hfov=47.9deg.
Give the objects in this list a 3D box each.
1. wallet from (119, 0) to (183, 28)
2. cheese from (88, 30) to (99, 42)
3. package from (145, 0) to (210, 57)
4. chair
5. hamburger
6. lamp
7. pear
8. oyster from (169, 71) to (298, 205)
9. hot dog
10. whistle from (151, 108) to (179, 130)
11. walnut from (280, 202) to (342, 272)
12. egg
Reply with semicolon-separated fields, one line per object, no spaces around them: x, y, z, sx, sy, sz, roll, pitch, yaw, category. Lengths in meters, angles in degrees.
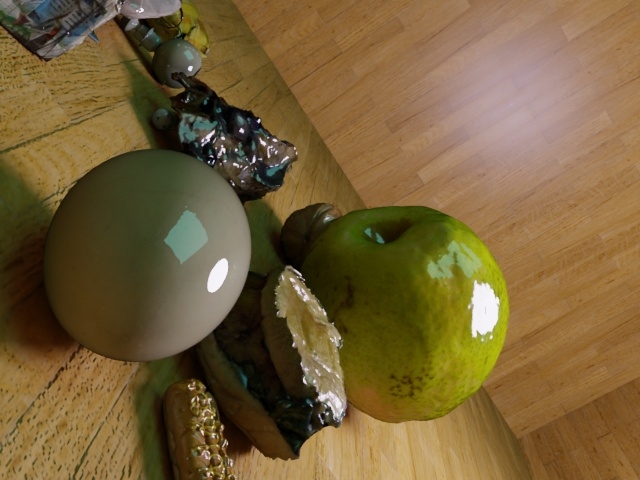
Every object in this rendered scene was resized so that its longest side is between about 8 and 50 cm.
-0.376;-0.465;1.189;0.335;0.068;0.275;38;16;-17;wallet
-0.374;-0.339;1.061;0.067;0.026;0.120;64;12;21;cheese
-0.305;-0.459;1.506;0.168;0.090;0.226;61;14;-3;package
-0.330;-0.296;0.864;0.147;0.136;0.270;46;15;-41;chair
-0.067;0.126;0.900;0.211;0.132;0.309;56;12;-13;hamburger
-0.296;-0.353;1.318;0.163;0.091;0.091;41;15;-11;lamp
0.141;0.135;1.255;0.391;0.391;0.391;55;12;-18;pear
-0.136;-0.150;1.274;0.361;0.096;0.222;31;53;-56;oyster
-0.117;0.209;0.700;0.071;0.045;0.165;43;20;-47;hot dog
-0.253;-0.199;1.195;0.035;0.035;0.100;59;10;0;whistle
0.000;0.000;1.469;0.156;0.155;0.184;61;10;9;walnut
-0.159;0.012;0.673;0.186;0.186;0.242;55;14;-18;egg
